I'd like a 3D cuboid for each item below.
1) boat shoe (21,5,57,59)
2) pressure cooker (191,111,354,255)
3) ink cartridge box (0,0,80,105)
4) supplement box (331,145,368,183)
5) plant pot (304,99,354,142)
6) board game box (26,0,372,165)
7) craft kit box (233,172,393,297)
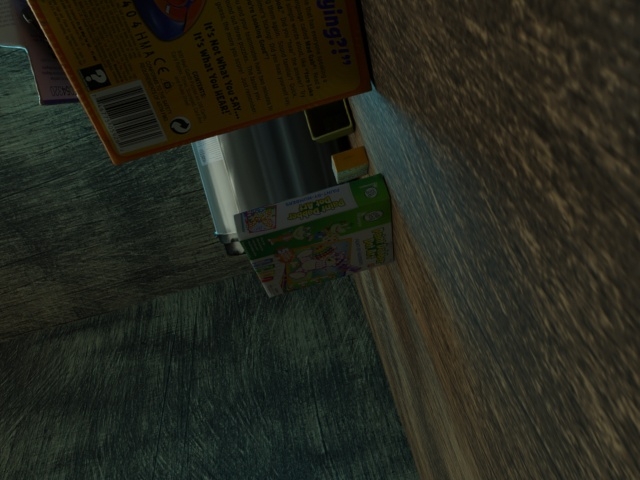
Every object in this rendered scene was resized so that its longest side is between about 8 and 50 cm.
[{"bbox_3d":[-0.340,-0.260,0.858,0.142,0.040,0.049,73,-179,-60],"label":"boat shoe"},{"bbox_3d":[-0.102,-0.128,1.590,0.370,0.376,0.420,-134,28,-84],"label":"pressure cooker"},{"bbox_3d":[-0.395,-0.364,0.954,0.324,0.071,0.330,-63,-35,-75],"label":"ink cartridge box"},{"bbox_3d":[0.055,-0.139,1.212,0.098,0.062,0.036,68,-176,-83],"label":"supplement box"},{"bbox_3d":[0.021,-0.234,1.266,0.083,0.081,0.081,29,-136,-75],"label":"plant pot"},{"bbox_3d":[-0.168,-0.381,0.858,0.356,0.356,0.356,-105,-1,-49],"label":"board game box"},{"bbox_3d":[0.000,0.000,1.117,0.250,0.247,0.061,73,178,-63],"label":"craft kit box"}]
